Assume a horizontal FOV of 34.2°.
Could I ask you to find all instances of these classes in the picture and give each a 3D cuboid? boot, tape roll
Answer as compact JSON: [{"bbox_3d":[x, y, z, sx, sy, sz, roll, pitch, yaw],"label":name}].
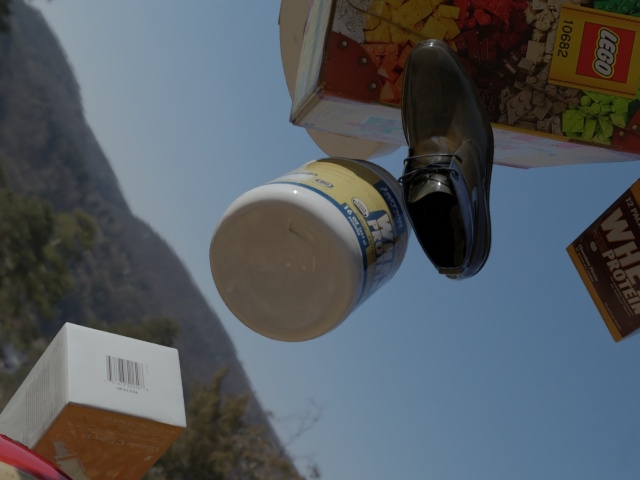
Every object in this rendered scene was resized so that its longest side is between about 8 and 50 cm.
[{"bbox_3d":[0.110,-0.070,0.904,0.106,0.082,0.219,-23,102,-77],"label":"boot"},{"bbox_3d":[0.046,-0.334,1.889,0.392,0.072,0.392,38,-44,49],"label":"tape roll"}]

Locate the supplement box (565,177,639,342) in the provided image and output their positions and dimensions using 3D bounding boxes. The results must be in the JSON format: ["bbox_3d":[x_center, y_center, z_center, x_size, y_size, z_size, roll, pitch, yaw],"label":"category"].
[{"bbox_3d":[0.419,0.000,1.168,0.194,0.191,0.129,116,-47,-64],"label":"supplement box"}]

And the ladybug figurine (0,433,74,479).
[{"bbox_3d":[-0.393,0.341,1.191,0.449,0.305,0.162,44,25,-27],"label":"ladybug figurine"}]

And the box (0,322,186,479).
[{"bbox_3d":[-0.412,0.327,1.791,0.345,0.215,0.168,-49,-142,33],"label":"box"}]

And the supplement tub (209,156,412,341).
[{"bbox_3d":[0.000,0.000,0.984,0.144,0.144,0.199,62,27,-3],"label":"supplement tub"}]

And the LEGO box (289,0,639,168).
[{"bbox_3d":[0.171,-0.215,1.255,0.500,0.372,0.193,-154,-106,-84],"label":"LEGO box"}]
